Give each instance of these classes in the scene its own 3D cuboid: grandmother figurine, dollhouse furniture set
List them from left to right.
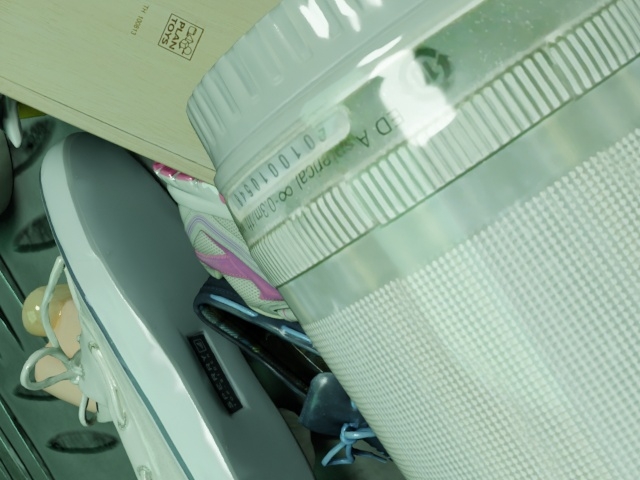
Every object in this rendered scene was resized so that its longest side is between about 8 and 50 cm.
[{"bbox_3d":[-0.110,-0.175,0.621,0.198,0.286,0.303,23,-178,-26],"label":"dollhouse furniture set"},{"bbox_3d":[-0.139,0.151,0.889,0.342,0.104,0.207,20,139,40],"label":"grandmother figurine"}]

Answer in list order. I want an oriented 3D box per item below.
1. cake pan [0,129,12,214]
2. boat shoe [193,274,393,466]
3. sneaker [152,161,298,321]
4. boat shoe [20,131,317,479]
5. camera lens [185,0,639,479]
[{"bbox_3d":[-0.421,-0.124,1.009,0.293,0.054,0.293,27,134,31],"label":"cake pan"},{"bbox_3d":[0.012,0.111,0.705,0.258,0.089,0.109,35,138,23],"label":"boat shoe"},{"bbox_3d":[0.000,0.000,0.637,0.252,0.103,0.111,23,137,42],"label":"sneaker"},{"bbox_3d":[-0.147,0.100,0.758,0.156,0.136,0.367,-35,80,25],"label":"boat shoe"},{"bbox_3d":[0.099,0.002,0.426,0.274,0.219,0.219,55,142,-2],"label":"camera lens"}]
